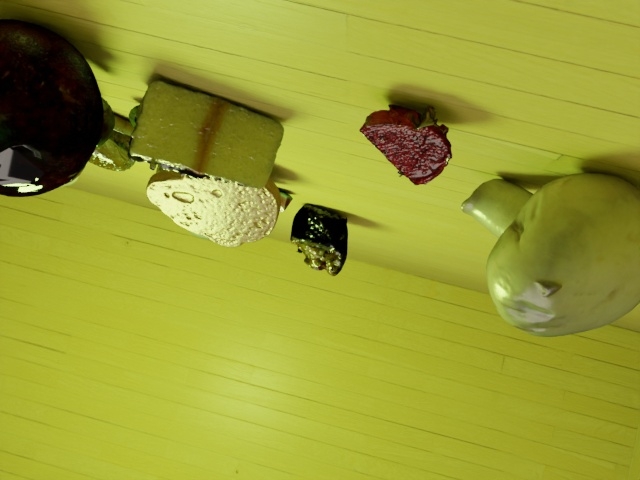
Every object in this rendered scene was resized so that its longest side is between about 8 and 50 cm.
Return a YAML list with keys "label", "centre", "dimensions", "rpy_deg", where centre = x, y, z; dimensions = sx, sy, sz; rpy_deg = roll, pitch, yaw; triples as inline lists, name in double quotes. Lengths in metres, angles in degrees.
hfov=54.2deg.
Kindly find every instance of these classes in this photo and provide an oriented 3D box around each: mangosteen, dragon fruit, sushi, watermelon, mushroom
- label: "mangosteen"
  centre: [-0.496, -0.217, 1.041]
  dimensions: [0.311, 0.311, 0.311]
  rpy_deg: [14, 174, 2]
- label: "dragon fruit"
  centre: [0.148, -0.163, 0.956]
  dimensions: [0.106, 0.083, 0.162]
  rpy_deg: [-15, 137, 39]
- label: "sushi"
  centre: [0.002, 0.001, 2.096]
  dimensions: [0.213, 0.204, 0.200]
  rpy_deg: [19, 179, 12]
- label: "watermelon"
  centre: [-0.138, -0.125, 1.933]
  dimensions: [0.085, 0.072, 0.092]
  rpy_deg: [32, 178, 1]
- label: "mushroom"
  centre: [0.402, -0.008, 1.095]
  dimensions: [0.314, 0.314, 0.336]
  rpy_deg: [21, -159, -42]

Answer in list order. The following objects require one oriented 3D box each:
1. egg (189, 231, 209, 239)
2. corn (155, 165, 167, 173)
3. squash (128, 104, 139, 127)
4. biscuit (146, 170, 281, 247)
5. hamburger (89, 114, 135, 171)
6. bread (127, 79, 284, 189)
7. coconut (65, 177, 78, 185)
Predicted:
- label: "egg"
  centre: [-0.346, -0.094, 2.121]
  dimensions: [0.271, 0.196, 0.196]
  rpy_deg: [5, 171, 13]
- label: "corn"
  centre: [-0.287, -0.153, 1.751]
  dimensions: [0.347, 0.130, 0.130]
  rpy_deg: [19, 173, -19]
- label: "squash"
  centre: [-0.294, -0.233, 1.349]
  dimensions: [0.239, 0.069, 0.069]
  rpy_deg: [17, 173, -12]
- label: "biscuit"
  centre: [-0.271, -0.117, 1.658]
  dimensions: [0.351, 0.057, 0.312]
  rpy_deg: [24, 133, -20]
- label: "hamburger"
  centre: [-0.560, -0.253, 1.544]
  dimensions: [0.189, 0.122, 0.215]
  rpy_deg: [8, 169, 45]
- label: "bread"
  centre: [-0.212, -0.209, 1.180]
  dimensions: [0.266, 0.141, 0.178]
  rpy_deg: [16, -146, -21]
- label: "coconut"
  centre: [-0.605, -0.213, 1.316]
  dimensions: [0.238, 0.265, 0.237]
  rpy_deg: [18, 161, 7]
